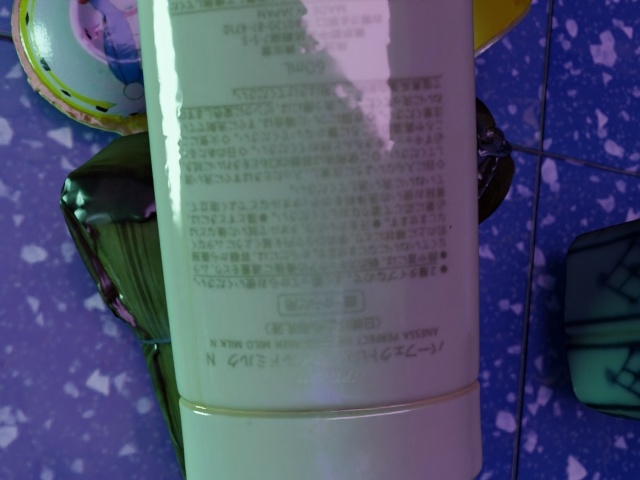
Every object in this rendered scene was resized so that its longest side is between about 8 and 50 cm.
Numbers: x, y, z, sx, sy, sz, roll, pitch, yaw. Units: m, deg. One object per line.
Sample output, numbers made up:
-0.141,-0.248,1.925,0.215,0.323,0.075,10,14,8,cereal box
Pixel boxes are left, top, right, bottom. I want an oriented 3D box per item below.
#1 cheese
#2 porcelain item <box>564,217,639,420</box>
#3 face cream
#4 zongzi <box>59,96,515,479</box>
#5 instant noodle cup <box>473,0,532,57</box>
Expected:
-0.129,-0.125,0.578,0.157,0.064,0.250,-33,104,-16,cheese
0.354,0.068,0.571,0.286,0.281,0.157,6,78,-16,porcelain item
0.000,0.000,0.415,0.174,0.081,0.348,-4,100,2,face cream
0.000,0.054,0.536,0.286,0.138,0.299,-10,100,0,zongzi
0.038,-0.233,0.577,0.216,0.215,0.236,-40,101,-17,instant noodle cup
